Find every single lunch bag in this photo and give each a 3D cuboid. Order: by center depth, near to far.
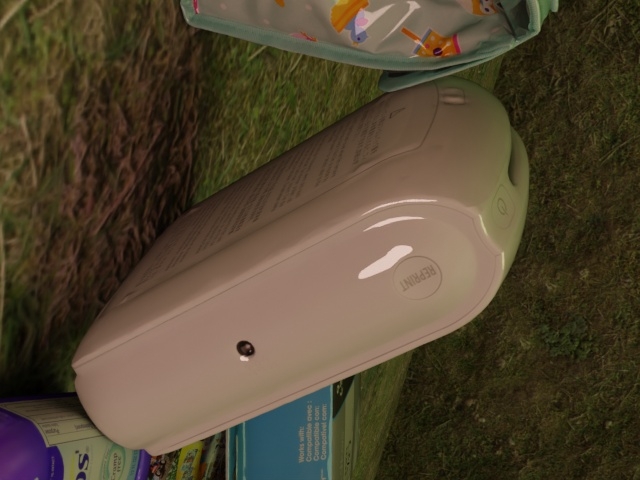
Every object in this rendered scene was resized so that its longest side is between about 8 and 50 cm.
[{"bbox_3d":[0.059,-0.228,0.559,0.223,0.262,0.160,-56,159,-45],"label":"lunch bag"}]

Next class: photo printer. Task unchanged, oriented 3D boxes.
[{"bbox_3d":[0.000,0.000,0.533,0.107,0.307,0.256,55,23,-18],"label":"photo printer"}]

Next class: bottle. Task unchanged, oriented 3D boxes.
[{"bbox_3d":[-0.201,0.153,0.440,0.283,0.092,0.118,37,72,-74],"label":"bottle"}]

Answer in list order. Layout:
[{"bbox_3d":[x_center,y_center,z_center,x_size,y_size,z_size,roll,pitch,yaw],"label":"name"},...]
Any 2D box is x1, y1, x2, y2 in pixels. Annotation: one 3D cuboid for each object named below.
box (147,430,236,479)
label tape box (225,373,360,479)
[{"bbox_3d":[-0.141,0.238,0.843,0.233,0.044,0.159,63,48,-69],"label":"box"},{"bbox_3d":[-0.022,0.235,0.946,0.347,0.115,0.249,-48,140,-76],"label":"label tape box"}]
